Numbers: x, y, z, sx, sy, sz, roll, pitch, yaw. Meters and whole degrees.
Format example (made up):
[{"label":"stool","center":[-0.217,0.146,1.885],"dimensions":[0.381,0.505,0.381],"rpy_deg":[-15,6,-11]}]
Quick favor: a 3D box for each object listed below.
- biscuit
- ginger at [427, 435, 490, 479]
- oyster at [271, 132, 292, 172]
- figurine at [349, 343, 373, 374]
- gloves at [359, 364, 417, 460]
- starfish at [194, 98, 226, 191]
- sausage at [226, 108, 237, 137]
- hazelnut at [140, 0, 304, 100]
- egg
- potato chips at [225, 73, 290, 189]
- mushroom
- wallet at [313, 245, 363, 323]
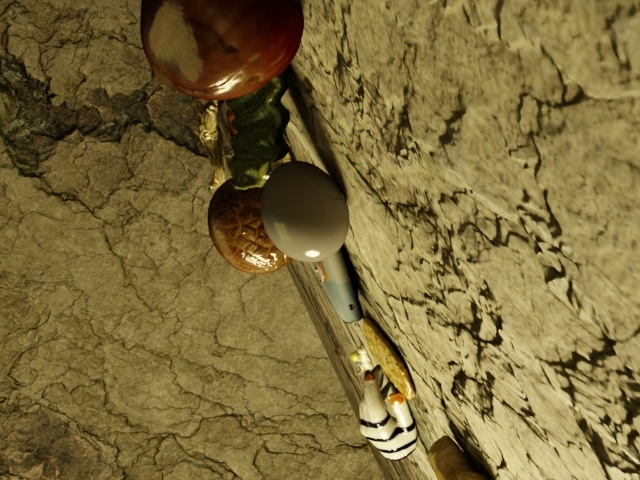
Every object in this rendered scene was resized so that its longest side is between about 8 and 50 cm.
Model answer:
[{"label":"biscuit","center":[0.140,0.249,1.352],"dimensions":[0.118,0.029,0.247],"rpy_deg":[68,172,-22]},{"label":"ginger","center":[0.230,0.392,1.043],"dimensions":[0.190,0.069,0.095],"rpy_deg":[-146,54,-77]},{"label":"oyster","center":[-0.090,-0.182,1.397],"dimensions":[0.133,0.072,0.209],"rpy_deg":[-88,-27,-73]},{"label":"figurine","center":[0.113,0.334,1.759],"dimensions":[0.083,0.050,0.047],"rpy_deg":[67,167,-19]},{"label":"gloves","center":[0.145,0.410,1.497],"dimensions":[0.219,0.131,0.140],"rpy_deg":[57,173,-16]},{"label":"starfish","center":[-0.260,-0.336,1.537],"dimensions":[0.432,0.082,0.324],"rpy_deg":[101,171,-75]},{"label":"sausage","center":[-0.172,-0.260,1.586],"dimensions":[0.105,0.105,0.274],"rpy_deg":[61,171,24]},{"label":"hazelnut","center":[-0.136,-0.283,0.819],"dimensions":[0.229,0.229,0.229],"rpy_deg":[63,173,15]},{"label":"egg","center":[-0.029,-0.052,1.076],"dimensions":[0.146,0.146,0.199],"rpy_deg":[76,173,-58]},{"label":"potato chips","center":[-0.139,-0.278,1.191],"dimensions":[0.429,0.070,0.358],"rpy_deg":[-175,76,-72]},{"label":"mushroom","center":[-0.150,-0.047,1.509],"dimensions":[0.253,0.253,0.153],"rpy_deg":[64,159,3]},{"label":"wallet","center":[0.029,0.058,1.364],"dimensions":[0.170,0.069,0.231],"rpy_deg":[-161,51,-74]}]
